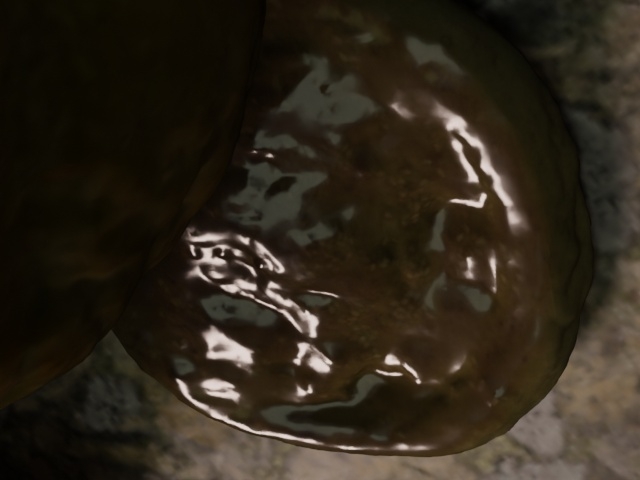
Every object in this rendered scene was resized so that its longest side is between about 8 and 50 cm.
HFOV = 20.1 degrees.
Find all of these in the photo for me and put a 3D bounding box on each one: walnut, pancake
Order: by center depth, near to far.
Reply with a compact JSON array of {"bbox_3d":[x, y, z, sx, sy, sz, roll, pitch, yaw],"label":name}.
[{"bbox_3d":[-0.138,-0.061,0.620,0.227,0.283,0.283,4,125,-13],"label":"walnut"},{"bbox_3d":[0.000,0.000,0.744,0.242,0.050,0.242,11,124,18],"label":"pancake"}]
